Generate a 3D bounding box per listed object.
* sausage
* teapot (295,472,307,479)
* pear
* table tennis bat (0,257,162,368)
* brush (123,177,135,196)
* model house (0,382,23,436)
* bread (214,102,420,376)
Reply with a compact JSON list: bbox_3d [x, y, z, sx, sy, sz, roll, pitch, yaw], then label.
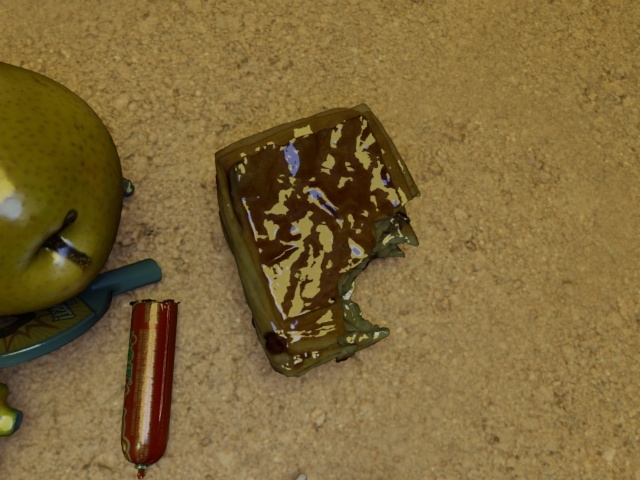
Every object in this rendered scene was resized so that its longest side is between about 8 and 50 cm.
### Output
[{"bbox_3d":[-0.258,0.220,0.968,0.083,0.083,0.263,3,73,-8],"label":"sausage"},{"bbox_3d":[-0.084,0.444,0.916,0.159,0.116,0.245,27,63,26],"label":"teapot"},{"bbox_3d":[-0.461,-0.076,0.877,0.418,0.362,0.362,29,67,36],"label":"pear"},{"bbox_3d":[-0.393,0.098,0.951,0.329,0.215,0.044,-23,120,-33],"label":"table tennis bat"},{"bbox_3d":[-0.454,-0.159,1.072,0.323,0.051,0.070,27,68,0],"label":"brush"},{"bbox_3d":[-0.571,0.272,0.838,0.303,0.215,0.237,13,70,-8],"label":"model house"},{"bbox_3d":[0.000,0.000,1.025,0.314,0.191,0.369,-20,89,-20],"label":"bread"}]
